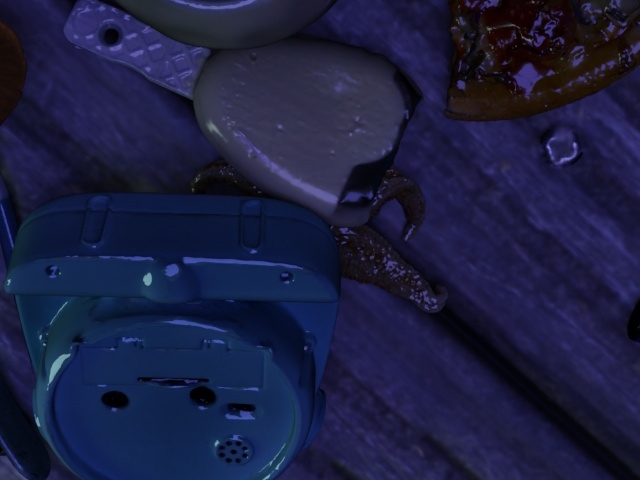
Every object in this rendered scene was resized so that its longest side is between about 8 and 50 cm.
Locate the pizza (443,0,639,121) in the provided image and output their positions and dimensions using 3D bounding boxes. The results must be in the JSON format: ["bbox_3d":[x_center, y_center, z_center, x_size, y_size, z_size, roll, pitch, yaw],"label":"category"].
[{"bbox_3d":[0.137,-0.179,0.892,0.201,0.053,0.193,-36,93,23],"label":"pizza"}]

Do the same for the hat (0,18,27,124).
[{"bbox_3d":[-0.343,-0.045,0.882,0.233,0.244,0.233,50,139,23],"label":"hat"}]

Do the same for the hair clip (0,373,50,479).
[{"bbox_3d":[-0.253,0.050,0.941,0.083,0.048,0.275,1,110,12],"label":"hair clip"}]

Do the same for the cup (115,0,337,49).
[{"bbox_3d":[-0.015,-0.188,0.800,0.255,0.202,0.173,30,104,-3],"label":"cup"}]

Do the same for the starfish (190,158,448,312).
[{"bbox_3d":[0.001,0.004,0.953,0.210,0.053,0.150,27,107,-13],"label":"starfish"}]

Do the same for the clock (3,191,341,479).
[{"bbox_3d":[-0.099,0.096,0.922,0.224,0.094,0.274,0,124,-1],"label":"clock"}]

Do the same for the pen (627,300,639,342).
[{"bbox_3d":[0.369,0.094,1.014,0.269,0.033,0.033,15,105,-8],"label":"pen"}]

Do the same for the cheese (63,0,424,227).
[{"bbox_3d":[-0.060,-0.108,0.910,0.252,0.054,0.127,24,79,0],"label":"cheese"}]

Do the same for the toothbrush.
[{"bbox_3d":[-0.229,-0.012,0.951,0.019,0.025,0.275,-9,109,5],"label":"toothbrush"}]
